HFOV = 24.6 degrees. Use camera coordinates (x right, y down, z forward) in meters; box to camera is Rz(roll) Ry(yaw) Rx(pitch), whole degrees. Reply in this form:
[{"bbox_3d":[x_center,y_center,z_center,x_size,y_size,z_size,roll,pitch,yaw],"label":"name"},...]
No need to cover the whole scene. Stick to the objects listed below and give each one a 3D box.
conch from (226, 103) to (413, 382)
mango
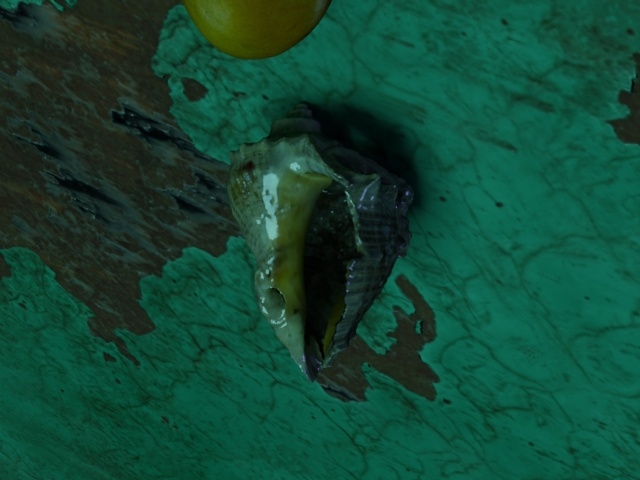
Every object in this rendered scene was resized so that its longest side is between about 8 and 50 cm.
[{"bbox_3d":[0.000,0.000,1.266,0.163,0.245,0.178,1,174,-5],"label":"conch"},{"bbox_3d":[-0.054,-0.233,1.071,0.187,0.138,0.257,30,143,36],"label":"mango"}]
